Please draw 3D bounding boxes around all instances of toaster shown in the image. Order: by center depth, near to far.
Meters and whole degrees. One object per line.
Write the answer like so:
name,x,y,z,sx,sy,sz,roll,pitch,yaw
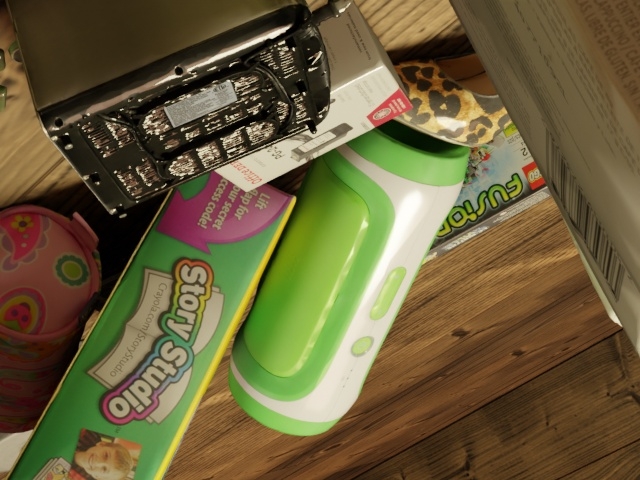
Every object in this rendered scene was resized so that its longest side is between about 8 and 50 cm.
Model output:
toaster,-0.080,-0.111,0.776,0.186,0.110,0.168,-23,165,-1

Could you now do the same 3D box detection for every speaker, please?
speaker,0.019,0.024,1.137,0.131,0.131,0.296,-7,130,-46

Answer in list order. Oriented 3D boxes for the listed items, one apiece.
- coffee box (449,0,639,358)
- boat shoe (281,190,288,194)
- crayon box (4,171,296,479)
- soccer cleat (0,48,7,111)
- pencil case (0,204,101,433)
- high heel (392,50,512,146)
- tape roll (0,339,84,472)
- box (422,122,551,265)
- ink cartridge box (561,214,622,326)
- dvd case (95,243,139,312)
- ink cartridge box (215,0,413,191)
coffee box,0.245,-0.170,0.644,0.334,0.337,0.338,-26,163,3
boat shoe,-0.007,-0.004,1.309,0.095,0.095,0.257,-57,161,-13
crayon box,-0.167,0.152,1.085,0.363,0.106,0.313,-65,-178,-35
soccer cleat,-0.250,-0.094,0.681,0.121,0.093,0.289,5,170,7
pencil case,-0.250,0.073,1.104,0.124,0.124,0.284,-17,161,-23
high heel,0.160,-0.169,1.058,0.261,0.093,0.186,3,126,-30
tape roll,-0.297,0.187,1.486,0.219,0.072,0.219,-22,164,-6
box,0.119,-0.054,1.236,0.207,0.114,0.036,-30,163,18
ink cartridge box,0.418,-0.097,1.126,0.279,0.160,0.384,-5,149,-26
dvd case,-0.147,0.035,1.312,0.165,0.018,0.221,-25,163,2
ink cartridge box,-0.020,-0.103,0.971,0.150,0.063,0.109,-27,164,9
